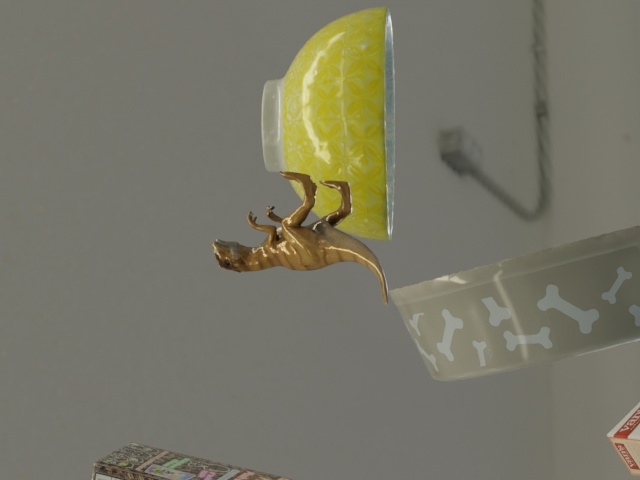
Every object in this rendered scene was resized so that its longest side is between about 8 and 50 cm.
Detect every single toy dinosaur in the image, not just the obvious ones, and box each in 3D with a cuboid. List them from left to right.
[{"bbox_3d":[0.000,0.000,1.189,0.064,0.211,0.112,16,-101,-48],"label":"toy dinosaur"}]

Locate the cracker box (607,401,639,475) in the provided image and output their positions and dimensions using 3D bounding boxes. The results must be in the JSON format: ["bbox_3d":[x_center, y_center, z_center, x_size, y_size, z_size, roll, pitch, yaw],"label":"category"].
[{"bbox_3d":[0.451,0.198,1.517,0.156,0.232,0.067,-39,-78,-23],"label":"cracker box"}]

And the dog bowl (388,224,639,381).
[{"bbox_3d":[0.245,0.053,1.339,0.349,0.349,0.102,-8,-98,-61],"label":"dog bowl"}]

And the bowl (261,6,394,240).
[{"bbox_3d":[0.011,-0.141,1.689,0.289,0.156,0.289,-1,-90,-85],"label":"bowl"}]

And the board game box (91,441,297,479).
[{"bbox_3d":[-0.162,0.422,1.820,0.141,0.291,0.232,-17,-62,-75],"label":"board game box"}]
